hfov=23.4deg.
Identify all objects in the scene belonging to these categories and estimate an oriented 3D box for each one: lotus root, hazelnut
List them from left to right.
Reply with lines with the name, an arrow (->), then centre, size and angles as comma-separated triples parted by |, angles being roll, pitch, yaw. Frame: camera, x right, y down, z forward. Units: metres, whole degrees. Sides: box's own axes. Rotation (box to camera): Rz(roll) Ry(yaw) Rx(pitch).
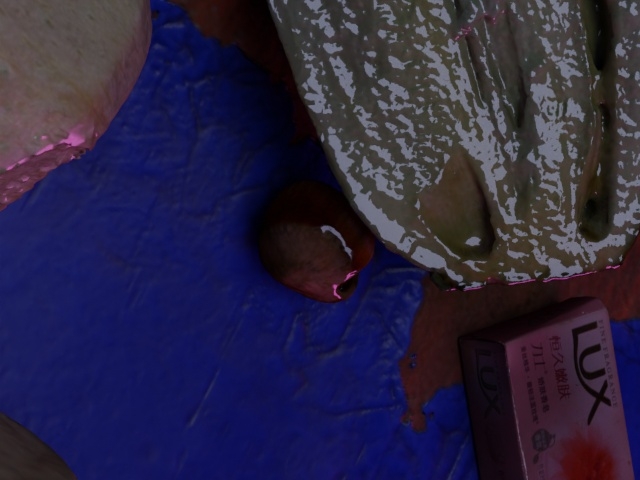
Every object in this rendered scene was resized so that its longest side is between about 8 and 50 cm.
hazelnut -> 0.000, 0.000, 1.039 | 0.086, 0.086, 0.086 | -1, 92, -32
lotus root -> 0.126, -0.105, 1.040 | 0.267, 0.149, 0.260 | -19, 104, 3

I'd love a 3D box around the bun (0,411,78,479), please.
bun -> -0.214, 0.216, 0.758 | 0.361, 0.213, 0.361 | -8, 90, -68

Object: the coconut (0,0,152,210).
coconut -> -0.246, -0.126, 0.756 | 0.254, 0.297, 0.297 | 43, 70, -29

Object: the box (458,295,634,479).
box -> 0.171, 0.130, 1.158 | 0.111, 0.060, 0.156 | -16, 101, -32
